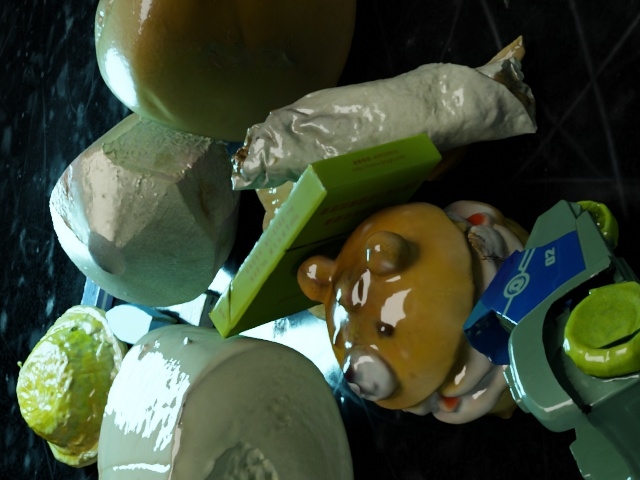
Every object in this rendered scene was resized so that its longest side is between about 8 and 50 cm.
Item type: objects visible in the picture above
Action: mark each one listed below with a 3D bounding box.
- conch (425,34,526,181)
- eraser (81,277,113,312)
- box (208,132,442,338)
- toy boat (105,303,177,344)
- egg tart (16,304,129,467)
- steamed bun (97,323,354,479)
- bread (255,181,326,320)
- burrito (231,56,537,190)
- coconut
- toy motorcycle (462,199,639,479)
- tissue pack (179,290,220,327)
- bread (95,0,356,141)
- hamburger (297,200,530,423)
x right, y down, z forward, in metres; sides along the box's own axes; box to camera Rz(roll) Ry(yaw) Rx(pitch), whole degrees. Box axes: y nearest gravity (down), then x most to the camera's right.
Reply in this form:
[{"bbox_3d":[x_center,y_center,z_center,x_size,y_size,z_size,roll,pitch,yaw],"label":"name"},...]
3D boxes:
[{"bbox_3d":[0.144,-0.152,1.619,0.330,0.093,0.109,-47,36,37],"label":"conch"},{"bbox_3d":[-0.456,0.149,2.503,0.082,0.036,0.225,19,96,60],"label":"eraser"},{"bbox_3d":[0.000,0.000,1.544,0.047,0.187,0.335,57,140,19],"label":"box"},{"bbox_3d":[-0.328,0.155,2.285,0.185,0.077,0.075,10,87,49],"label":"toy boat"},{"bbox_3d":[-0.485,0.279,2.383,0.318,0.128,0.319,-4,84,44],"label":"egg tart"},{"bbox_3d":[-0.140,0.353,1.714,0.371,0.289,0.456,-2,77,63],"label":"steamed bun"},{"bbox_3d":[0.015,-0.028,1.706,0.316,0.054,0.316,27,127,42],"label":"bread"},{"bbox_3d":[0.070,-0.146,1.551,0.392,0.076,0.117,-12,79,12],"label":"burrito"},{"bbox_3d":[-0.278,-0.047,2.027,0.297,0.297,0.309,-55,6,32],"label":"coconut"},{"bbox_3d":[0.254,0.096,1.250,0.200,0.191,0.326,-35,34,12],"label":"toy motorcycle"},{"bbox_3d":[-0.206,0.114,2.128,0.083,0.035,0.063,24,100,59],"label":"tissue pack"},{"bbox_3d":[-0.144,-0.318,1.859,0.348,0.376,0.253,-63,36,20],"label":"bread"},{"bbox_3d":[0.117,0.076,1.454,0.276,0.236,0.277,-29,55,53],"label":"hamburger"}]
